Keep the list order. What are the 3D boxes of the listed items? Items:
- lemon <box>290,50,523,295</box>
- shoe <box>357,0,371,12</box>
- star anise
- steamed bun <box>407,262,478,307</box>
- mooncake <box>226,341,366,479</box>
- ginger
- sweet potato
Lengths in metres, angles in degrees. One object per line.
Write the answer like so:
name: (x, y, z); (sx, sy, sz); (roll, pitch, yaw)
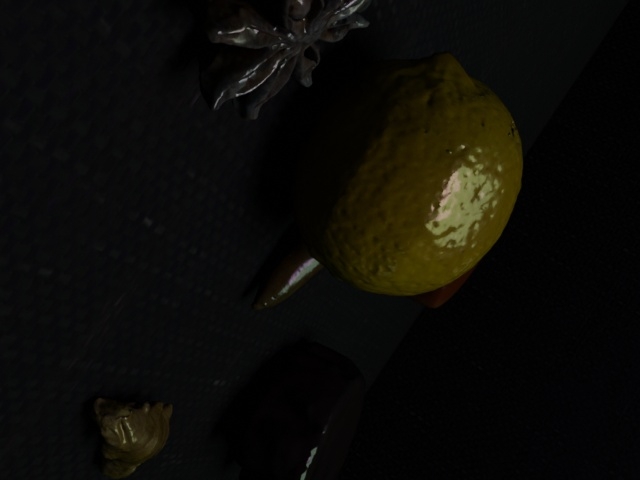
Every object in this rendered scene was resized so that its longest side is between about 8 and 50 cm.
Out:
lemon: (0.118, -0.086, 0.925); (0.336, 0.336, 0.336); (-46, 157, -27)
shoe: (0.025, -0.342, 0.707); (0.195, 0.079, 0.078); (79, 13, -52)
star anise: (-0.037, -0.232, 0.656); (0.223, 0.109, 0.236); (-37, 176, 14)
steamed bun: (0.233, -0.043, 1.332); (0.379, 0.235, 0.248); (-55, 169, -25)
mooncake: (-0.044, 0.402, 1.405); (0.350, 0.212, 0.381); (-47, 155, -38)
ginger: (-0.258, 0.270, 0.925); (0.115, 0.081, 0.205); (-10, 147, -21)
sweet potato: (0.006, -0.004, 1.132); (0.346, 0.079, 0.108); (-40, -178, -41)
